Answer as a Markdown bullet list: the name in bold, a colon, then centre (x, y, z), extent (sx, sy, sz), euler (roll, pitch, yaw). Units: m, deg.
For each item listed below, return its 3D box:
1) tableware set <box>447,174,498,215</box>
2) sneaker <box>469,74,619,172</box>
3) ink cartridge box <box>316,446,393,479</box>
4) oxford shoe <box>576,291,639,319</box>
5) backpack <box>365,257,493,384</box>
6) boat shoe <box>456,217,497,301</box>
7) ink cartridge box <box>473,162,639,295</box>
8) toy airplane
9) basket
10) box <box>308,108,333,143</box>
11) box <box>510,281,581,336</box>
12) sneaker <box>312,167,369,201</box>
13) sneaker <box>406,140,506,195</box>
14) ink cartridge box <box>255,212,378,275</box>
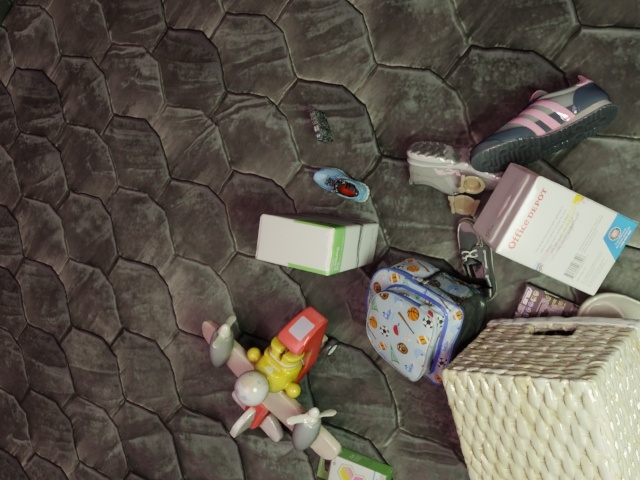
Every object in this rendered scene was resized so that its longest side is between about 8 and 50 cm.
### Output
- **tableware set**: centre (0.378, -0.093, 1.323), extent (0.168, 0.141, 0.020), euler (14, 54, 12)
- **sneaker**: centre (0.463, -0.253, 1.260), extent (0.319, 0.112, 0.131), euler (-20, 59, 3)
- **ink cartridge box**: centre (0.078, 0.618, 1.516), extent (0.209, 0.062, 0.109), euler (13, 98, 26)
- **oxford shoe**: centre (0.699, 0.287, 1.146), extent (0.169, 0.130, 0.449), euler (-43, 77, 20)
- **backpack**: centre (0.223, 0.178, 1.342), extent (0.263, 0.213, 0.276), euler (38, 125, 43)
- **boat shoe**: centre (0.366, 0.044, 1.359), extent (0.075, 0.065, 0.206), euler (-18, 83, 26)
- **ink cartridge box**: centre (0.474, -0.029, 1.195), extent (0.232, 0.168, 0.171), euler (24, 104, -9)
- **toy airplane**: centre (-0.143, 0.376, 1.505), extent (0.386, 0.272, 0.384), euler (-9, 88, 26)
- **basket**: centre (0.457, 0.348, 1.133), extent (0.328, 0.266, 0.331), euler (-8, 102, 46)
- **box**: centre (0.002, -0.303, 1.535), extent (0.018, 0.067, 0.083), euler (-19, 83, 26)
- **box**: centre (0.515, 0.217, 1.300), extent (0.184, 0.045, 0.191), euler (24, 101, 22)
- **sneaker**: centre (0.048, -0.151, 1.510), extent (0.162, 0.073, 0.063), euler (23, 101, 24)
- **sneaker**: centre (0.341, -0.156, 1.370), extent (0.281, 0.105, 0.115), euler (18, 134, 21)
- **ink cartridge box**: centre (0.000, 0.000, 1.428), extent (0.198, 0.273, 0.115), euler (11, 98, 26)
